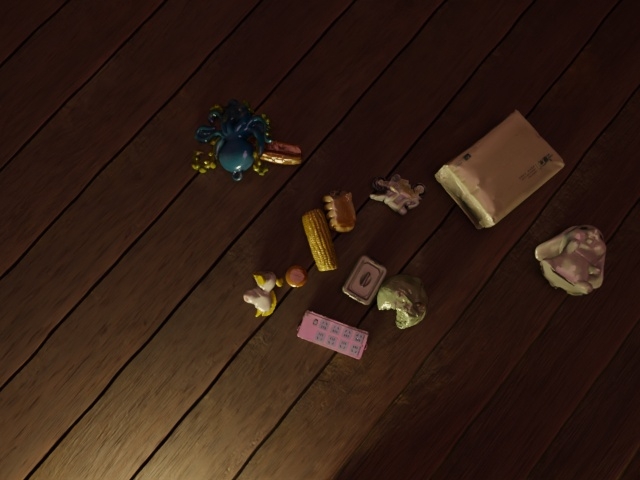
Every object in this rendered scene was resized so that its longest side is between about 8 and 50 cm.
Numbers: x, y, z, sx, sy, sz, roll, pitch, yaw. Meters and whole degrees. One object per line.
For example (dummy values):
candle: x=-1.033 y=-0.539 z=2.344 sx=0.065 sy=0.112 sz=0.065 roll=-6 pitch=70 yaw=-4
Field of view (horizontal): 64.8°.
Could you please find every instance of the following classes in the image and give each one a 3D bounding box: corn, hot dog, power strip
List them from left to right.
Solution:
hot dog: x=-0.185 y=-0.348 z=1.969 sx=0.236 sy=0.062 sz=0.092 roll=13 pitch=75 yaw=0
corn: x=0.000 y=0.000 z=1.924 sx=0.093 sy=0.093 sz=0.244 roll=-18 pitch=85 yaw=-6
power strip: x=0.048 y=0.357 z=1.914 sx=0.279 sy=0.037 sz=0.109 roll=20 pitch=83 yaw=-1

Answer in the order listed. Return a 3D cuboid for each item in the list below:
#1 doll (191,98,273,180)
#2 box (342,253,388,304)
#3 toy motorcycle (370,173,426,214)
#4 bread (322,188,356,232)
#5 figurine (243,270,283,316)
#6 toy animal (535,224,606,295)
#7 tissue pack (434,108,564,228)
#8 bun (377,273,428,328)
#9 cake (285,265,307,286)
doll: x=-0.327 y=-0.383 z=1.926 sx=0.346 sy=0.099 sz=0.341 roll=-8 pitch=72 yaw=21
box: x=0.166 y=0.150 z=1.918 sx=0.124 sy=0.093 sz=0.172 roll=31 pitch=82 yaw=1
toy motorcycle: x=0.306 y=-0.174 z=1.975 sx=0.229 sy=0.074 sz=0.151 roll=8 pitch=78 yaw=-12
bread: x=0.071 y=-0.115 z=1.942 sx=0.119 sy=0.084 sz=0.177 roll=-7 pitch=81 yaw=-24
figurine: x=-0.216 y=0.200 z=1.894 sx=0.130 sy=0.109 sz=0.178 roll=23 pitch=85 yaw=-23
toy animal: x=0.987 y=0.079 z=1.944 sx=0.289 sy=0.174 sz=0.249 roll=-29 pitch=74 yaw=-5
tissue pack: x=0.681 y=-0.269 z=1.941 sx=0.380 sy=0.207 sz=0.297 roll=-40 pitch=86 yaw=-7
bun: x=0.318 y=0.229 z=1.874 sx=0.213 sy=0.126 sz=0.203 roll=12 pitch=87 yaw=-29
cake: x=-0.091 y=0.138 z=1.928 sx=0.084 sy=0.044 sz=0.084 roll=1 pitch=81 yaw=-4
